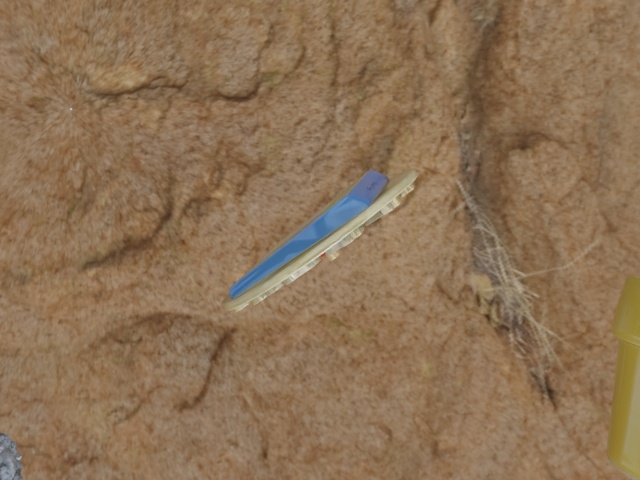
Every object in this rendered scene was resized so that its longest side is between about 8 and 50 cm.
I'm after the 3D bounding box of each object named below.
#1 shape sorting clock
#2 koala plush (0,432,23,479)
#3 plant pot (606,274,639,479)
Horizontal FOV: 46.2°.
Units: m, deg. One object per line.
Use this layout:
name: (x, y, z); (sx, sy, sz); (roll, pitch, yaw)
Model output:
shape sorting clock: (0.000, 0.000, 0.661); (0.206, 0.206, 0.040); (-40, 93, -8)
koala plush: (-0.260, 0.129, 0.299); (0.196, 0.221, 0.203); (20, 124, 21)
plant pot: (0.477, 0.193, 0.936); (0.254, 0.254, 0.239); (16, 94, -20)
